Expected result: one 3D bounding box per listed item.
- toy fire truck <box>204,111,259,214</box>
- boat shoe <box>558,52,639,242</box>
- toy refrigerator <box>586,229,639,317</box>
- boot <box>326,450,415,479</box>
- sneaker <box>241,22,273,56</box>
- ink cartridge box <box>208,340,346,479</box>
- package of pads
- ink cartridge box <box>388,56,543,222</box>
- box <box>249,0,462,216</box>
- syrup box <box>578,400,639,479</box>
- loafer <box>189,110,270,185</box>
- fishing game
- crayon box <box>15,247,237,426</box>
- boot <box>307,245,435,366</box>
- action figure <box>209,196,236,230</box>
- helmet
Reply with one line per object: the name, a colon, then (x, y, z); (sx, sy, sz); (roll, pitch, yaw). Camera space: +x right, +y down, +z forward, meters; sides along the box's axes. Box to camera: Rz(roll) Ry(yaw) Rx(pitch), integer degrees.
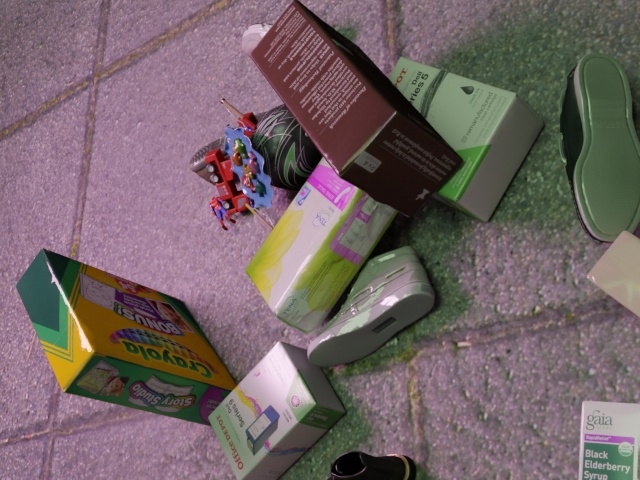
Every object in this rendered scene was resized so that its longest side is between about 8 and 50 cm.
toy fire truck: (-0.167, -0.158, 1.686); (0.135, 0.192, 0.047); (-16, 20, 14)
boat shoe: (0.419, -0.130, 1.214); (0.114, 0.091, 0.302); (9, 70, -3)
toy refrigerator: (0.484, 0.106, 1.042); (0.094, 0.102, 0.269); (-53, 47, 9)
boot: (0.033, 0.380, 1.280); (0.198, 0.137, 0.077); (-35, 52, 24)
sneaker: (-0.089, -0.402, 1.762); (0.262, 0.099, 0.121); (12, 84, 44)
ink cartridge box: (-0.082, 0.311, 1.440); (0.212, 0.093, 0.154); (-48, 49, 16)
package of pads: (0.000, 0.000, 1.460); (0.296, 0.101, 0.229); (-56, 26, 7)
ink cartridge box: (0.209, -0.179, 1.391); (0.273, 0.115, 0.198); (31, 93, 44)
box: (0.048, -0.227, 1.340); (0.143, 0.191, 0.381); (-47, 48, 17)
syrup box: (0.389, 0.330, 1.029); (0.093, 0.096, 0.237); (-5, 69, 39)
loafer: (-0.164, -0.199, 1.752); (0.251, 0.087, 0.094); (-25, 30, 18)
fishing game: (-0.150, -0.142, 1.573); (0.041, 0.264, 0.189); (-27, 45, -20)
crayon box: (-0.364, 0.190, 1.545); (0.106, 0.363, 0.313); (-53, 47, 9)
boot: (0.079, 0.114, 1.405); (0.258, 0.095, 0.123); (-32, 43, 20)
action figure: (-0.218, -0.064, 1.765); (0.038, 0.030, 0.115); (-45, 44, 9)
helmet: (-0.060, -0.185, 1.591); (0.169, 0.161, 0.169); (-17, 61, 34)
